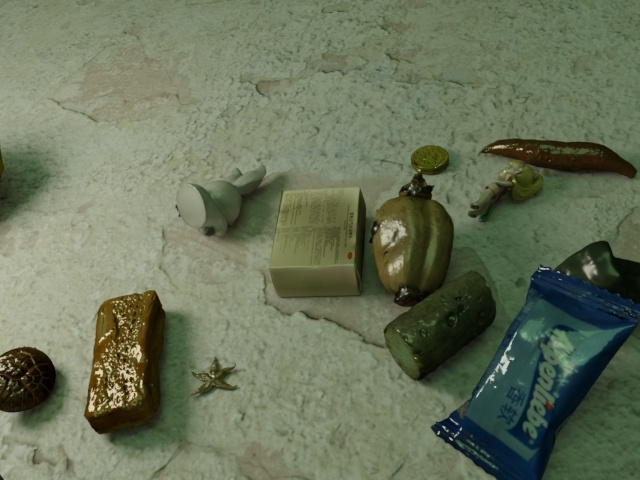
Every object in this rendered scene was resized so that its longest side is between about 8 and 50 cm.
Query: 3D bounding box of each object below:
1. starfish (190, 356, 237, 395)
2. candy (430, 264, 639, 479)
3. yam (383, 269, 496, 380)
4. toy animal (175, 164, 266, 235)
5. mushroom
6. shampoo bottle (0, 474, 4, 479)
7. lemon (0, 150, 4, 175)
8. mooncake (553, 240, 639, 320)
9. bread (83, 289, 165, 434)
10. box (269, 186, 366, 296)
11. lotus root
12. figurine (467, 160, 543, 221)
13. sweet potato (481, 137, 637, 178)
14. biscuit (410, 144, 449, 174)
[{"bbox_3d":[-0.188,0.246,1.199,0.092,0.016,0.086,19,56,24],"label":"starfish"},{"bbox_3d":[0.323,0.200,1.032,0.187,0.077,0.331,30,88,39],"label":"candy"},{"bbox_3d":[0.209,0.139,1.151,0.194,0.107,0.107,-32,49,-20],"label":"yam"},{"bbox_3d":[-0.200,-0.088,1.479,0.103,0.131,0.220,-17,6,42],"label":"toy animal"},{"bbox_3d":[-0.538,0.248,1.221,0.109,0.085,0.126,-12,51,-1],"label":"mushroom"},{"bbox_3d":[-0.585,0.411,0.953,0.272,0.266,0.273,-7,45,7],"label":"shampoo bottle"},{"bbox_3d":[-0.907,-0.181,1.550,0.336,0.336,0.336,-6,46,6],"label":"lemon"},{"bbox_3d":[0.468,0.076,1.109,0.175,0.168,0.104,-7,43,-13],"label":"mooncake"},{"bbox_3d":[-0.351,0.212,1.221,0.139,0.077,0.271,-15,44,3],"label":"bread"},{"bbox_3d":[0.000,0.000,1.335,0.168,0.095,0.212,-3,47,11],"label":"box"},{"bbox_3d":[0.168,0.008,1.265,0.154,0.140,0.257,9,59,2],"label":"lotus root"},{"bbox_3d":[0.370,-0.098,1.372,0.187,0.083,0.083,-34,49,-28],"label":"figurine"},{"bbox_3d":[0.492,-0.177,1.420,0.314,0.066,0.072,9,9,21],"label":"sweet potato"},{"bbox_3d":[0.241,-0.179,1.502,0.084,0.023,0.084,-6,47,6],"label":"biscuit"}]
